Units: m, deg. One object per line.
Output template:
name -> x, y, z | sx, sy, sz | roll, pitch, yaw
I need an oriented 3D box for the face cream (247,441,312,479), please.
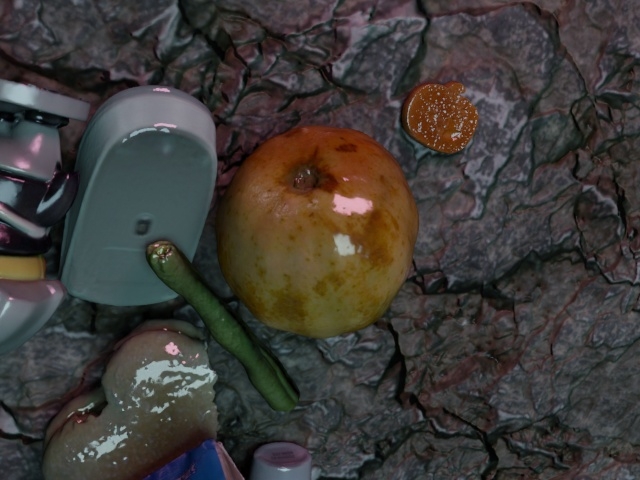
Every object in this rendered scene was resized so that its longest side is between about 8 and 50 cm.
face cream -> -0.054, 0.331, 0.947 | 0.084, 0.057, 0.198 | 3, 107, -22

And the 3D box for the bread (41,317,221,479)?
bread -> -0.182, 0.248, 0.844 | 0.183, 0.102, 0.337 | -10, 109, -19

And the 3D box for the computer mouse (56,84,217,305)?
computer mouse -> -0.170, -0.039, 0.780 | 0.128, 0.079, 0.231 | 10, 119, -28

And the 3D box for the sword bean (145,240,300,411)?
sword bean -> -0.095, 0.090, 0.840 | 0.038, 0.043, 0.269 | -30, 130, 4

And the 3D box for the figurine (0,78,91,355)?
figurine -> -0.292, -0.021, 0.699 | 0.176, 0.133, 0.236 | 13, 94, 4

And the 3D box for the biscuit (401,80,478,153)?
biscuit -> 0.132, -0.137, 0.901 | 0.091, 0.015, 0.078 | 26, 93, -27

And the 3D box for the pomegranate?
pomegranate -> 0.001, -0.008, 0.781 | 0.207, 0.207, 0.207 | -6, 108, -20

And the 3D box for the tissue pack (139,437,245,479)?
tissue pack -> -0.155, 0.338, 0.751 | 0.270, 0.137, 0.209 | -29, 115, -6
